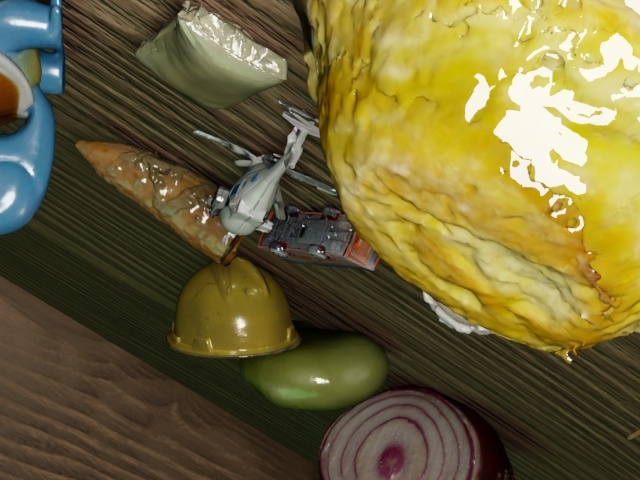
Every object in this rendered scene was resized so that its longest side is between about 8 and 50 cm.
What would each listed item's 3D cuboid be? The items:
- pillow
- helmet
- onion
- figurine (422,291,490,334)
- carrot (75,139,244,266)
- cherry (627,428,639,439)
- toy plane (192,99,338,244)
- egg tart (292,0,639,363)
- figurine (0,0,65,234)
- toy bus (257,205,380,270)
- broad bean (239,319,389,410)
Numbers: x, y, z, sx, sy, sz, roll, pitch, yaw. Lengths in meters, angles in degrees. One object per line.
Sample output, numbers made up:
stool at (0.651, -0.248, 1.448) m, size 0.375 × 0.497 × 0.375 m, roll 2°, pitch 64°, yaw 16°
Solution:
pillow at (-0.110, -0.178, 1.260) m, size 0.119 × 0.053 × 0.208 m, roll 35°, pitch 166°, yaw -15°
helmet at (-0.140, 0.093, 1.989) m, size 0.205 × 0.140 × 0.257 m, roll -5°, pitch -168°, yaw -22°
onion at (0.181, 0.409, 2.214) m, size 0.337 × 0.282 × 0.260 m, roll 2°, pitch 155°, yaw 30°
figurine at (0.162, 0.034, 1.300) m, size 0.162 × 0.141 × 0.237 m, roll 31°, pitch 165°, yaw 7°
carrot at (-0.211, -0.064, 1.706) m, size 0.263 × 0.102 × 0.102 m, roll 30°, pitch 164°, yaw -1°
cherry at (0.409, 0.115, 1.079) m, size 0.250 × 0.192 × 0.175 m, roll 21°, pitch -161°, yaw 5°
toy plane at (-0.054, -0.060, 1.442) m, size 0.182 × 0.107 × 0.273 m, roll 31°, pitch 160°, yaw -28°
egg tart at (0.139, -0.051, 0.946) m, size 0.443 × 0.178 × 0.443 m, roll 32°, pitch 156°, yaw 16°
figurine at (-0.408, -0.217, 1.415) m, size 0.416 × 0.243 × 0.298 m, roll 49°, pitch 173°, yaw 0°
toy bus at (0.000, 0.000, 1.608) m, size 0.077 × 0.065 × 0.192 m, roll 30°, pitch 166°, yaw -32°
broad bean at (-0.013, 0.200, 2.053) m, size 0.238 × 0.119 × 0.291 m, roll -1°, pitch -174°, yaw -19°
